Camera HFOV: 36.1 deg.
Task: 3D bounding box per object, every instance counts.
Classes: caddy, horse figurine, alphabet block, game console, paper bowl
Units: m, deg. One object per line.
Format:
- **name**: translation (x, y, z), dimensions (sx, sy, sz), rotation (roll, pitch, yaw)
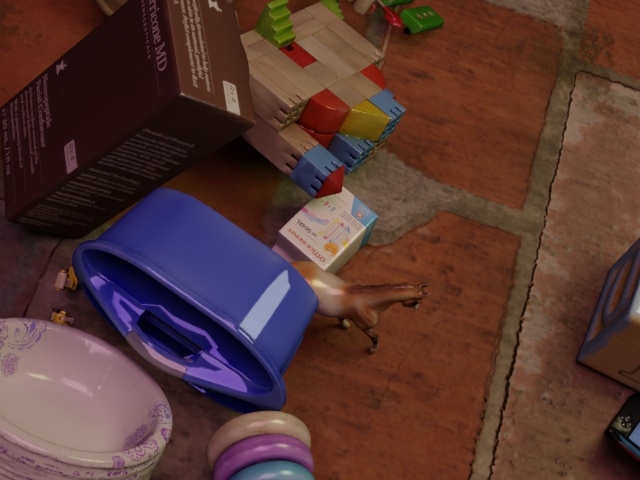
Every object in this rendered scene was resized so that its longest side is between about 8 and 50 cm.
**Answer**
- **caddy**: translation (-0.170, 0.096, 1.300), dimensions (0.341, 0.241, 0.179), rotation (34, 58, 8)
- **horse figurine**: translation (0.004, 0.080, 1.368), dimensions (0.263, 0.174, 0.066), rotation (19, 61, 1)
- **alphabet block**: translation (0.522, 0.113, 1.425), dimensions (0.197, 0.193, 0.192), rotation (27, 63, 4)
- **game console**: translation (0.488, 0.294, 1.397), dimensions (0.144, 0.085, 0.124), rotation (41, 66, 10)
- **paper bowl**: translation (-0.338, 0.233, 1.212), dimensions (0.284, 0.284, 0.148), rotation (29, 108, 5)

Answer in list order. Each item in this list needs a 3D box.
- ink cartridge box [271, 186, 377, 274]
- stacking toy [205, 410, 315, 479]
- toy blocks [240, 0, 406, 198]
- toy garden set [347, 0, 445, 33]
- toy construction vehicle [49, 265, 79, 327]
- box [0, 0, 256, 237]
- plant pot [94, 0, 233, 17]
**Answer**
- **ink cartridge box**: translation (0.000, 0.000, 1.452), dimensions (0.092, 0.090, 0.143), rotation (40, 65, 10)
- **stacking toy**: translation (-0.052, 0.375, 1.184), dimensions (0.141, 0.141, 0.330), rotation (-5, 45, -11)
- **toy blocks**: translation (0.002, -0.215, 1.487), dimensions (0.261, 0.191, 0.381), rotation (40, 39, 9)
- **toy garden set**: translation (0.071, -0.420, 1.647), dimensions (0.244, 0.049, 0.203), rotation (44, 31, 10)
- **toy construction vehicle**: translation (-0.349, 0.079, 1.362), dimensions (0.035, 0.098, 0.086), rotation (15, 81, -5)
- **box**: translation (-0.273, -0.167, 1.331), dimensions (0.143, 0.381, 0.191), rotation (17, 53, -48)
- **plant pot**: translation (-0.270, -0.500, 1.576), dimensions (0.263, 0.263, 0.229), rotation (-14, 51, -15)
